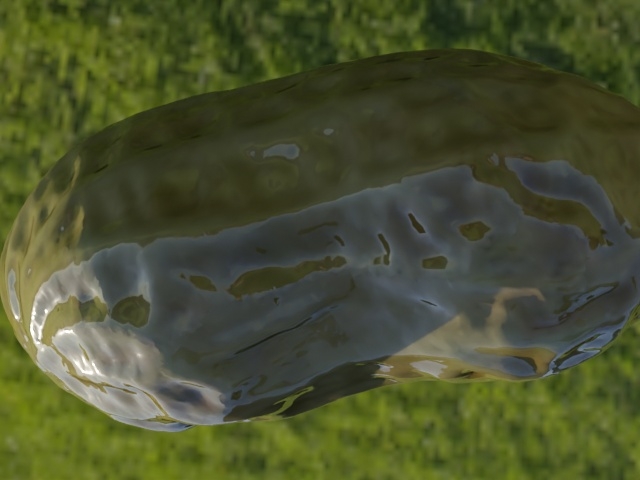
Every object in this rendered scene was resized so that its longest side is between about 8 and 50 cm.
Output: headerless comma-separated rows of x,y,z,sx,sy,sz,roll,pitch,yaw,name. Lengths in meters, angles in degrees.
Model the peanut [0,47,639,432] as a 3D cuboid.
0.000,0.000,0.474,0.194,0.083,0.093,-11,176,33,peanut
